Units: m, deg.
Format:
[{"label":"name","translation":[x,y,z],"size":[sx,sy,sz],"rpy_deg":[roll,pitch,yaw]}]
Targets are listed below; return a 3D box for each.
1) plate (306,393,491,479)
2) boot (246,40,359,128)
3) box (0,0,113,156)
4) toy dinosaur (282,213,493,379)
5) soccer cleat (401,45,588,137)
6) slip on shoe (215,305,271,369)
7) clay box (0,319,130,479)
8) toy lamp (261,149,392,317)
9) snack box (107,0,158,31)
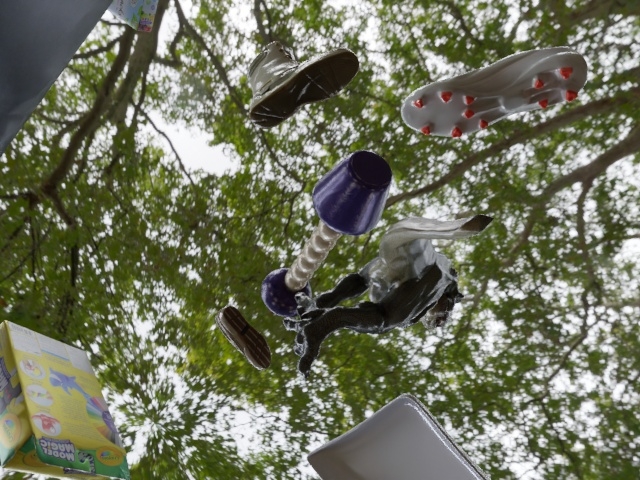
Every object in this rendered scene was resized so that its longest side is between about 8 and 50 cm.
[{"label":"plate","translation":[0.147,0.379,0.826],"size":[0.278,0.277,0.045],"rpy_deg":[47,-142,6]},{"label":"boot","translation":[-0.041,-0.309,0.977],"size":[0.213,0.077,0.165],"rpy_deg":[-27,-134,17]},{"label":"box","translation":[-0.389,-0.290,0.312],"size":[0.472,0.297,0.479],"rpy_deg":[30,-99,6]},{"label":"toy dinosaur","translation":[0.037,0.033,0.346],"size":[0.118,0.268,0.064],"rpy_deg":[-26,-106,6]},{"label":"soccer cleat","translation":[0.188,-0.165,0.603],"size":[0.196,0.068,0.076],"rpy_deg":[-9,-143,22]},{"label":"slip on shoe","translation":[-0.142,0.179,0.984],"size":[0.135,0.041,0.051],"rpy_deg":[51,-139,-9]},{"label":"clay box","translation":[-0.311,0.197,0.633],"size":[0.053,0.127,0.222],"rpy_deg":[-46,-133,0]},{"label":"toy lamp","translation":[0.000,0.000,0.623],"size":[0.080,0.274,0.080],"rpy_deg":[13,-125,-19]},{"label":"snack box","translation":[-0.351,-0.454,0.975],"size":[0.141,0.100,0.037],"rpy_deg":[37,-148,19]}]
